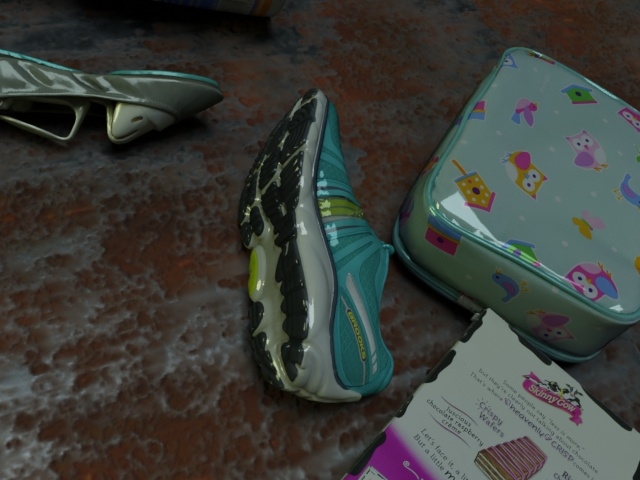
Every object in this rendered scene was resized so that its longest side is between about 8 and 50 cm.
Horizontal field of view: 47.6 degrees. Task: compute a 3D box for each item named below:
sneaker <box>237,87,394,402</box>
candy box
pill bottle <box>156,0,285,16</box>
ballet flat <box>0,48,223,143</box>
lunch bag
[{"bbox_3d":[0.000,0.000,0.592,0.110,0.107,0.275,16,56,-32],"label":"sneaker"},{"bbox_3d":[0.106,0.179,0.501,0.159,0.071,0.233,42,55,12],"label":"candy box"},{"bbox_3d":[-0.164,-0.312,0.702,0.272,0.152,0.152,4,55,-16],"label":"pill bottle"},{"bbox_3d":[-0.192,-0.114,0.620,0.213,0.072,0.068,5,83,-14],"label":"ballet flat"},{"bbox_3d":[0.205,-0.033,0.658,0.224,0.108,0.279,33,54,2],"label":"lunch bag"}]
